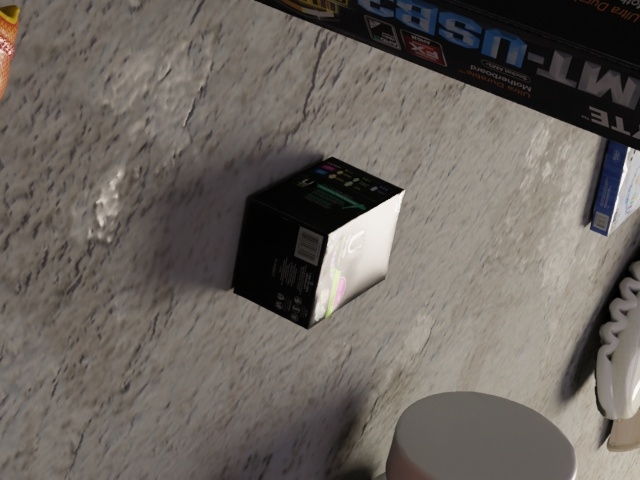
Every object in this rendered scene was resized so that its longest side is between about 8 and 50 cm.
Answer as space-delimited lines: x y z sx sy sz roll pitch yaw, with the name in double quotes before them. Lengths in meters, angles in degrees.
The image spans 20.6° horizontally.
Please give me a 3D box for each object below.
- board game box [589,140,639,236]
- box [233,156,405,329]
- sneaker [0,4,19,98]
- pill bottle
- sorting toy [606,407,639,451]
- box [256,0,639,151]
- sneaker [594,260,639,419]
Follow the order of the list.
"board game box" 0.258 -0.061 1.465 0.090 0.020 0.090 -35 141 -47
"box" 0.000 0.000 0.964 0.083 0.052 0.062 -31 140 -53
"sneaker" -0.155 -0.091 0.580 0.175 0.064 0.067 52 45 -69
"pill bottle" 0.088 0.263 1.243 0.169 0.169 0.301 -32 140 -50
"sorting toy" 0.323 0.164 1.793 0.075 0.045 0.083 -66 165 -51
"box" 0.145 -0.190 0.787 0.293 0.295 0.073 -57 152 -19
"sneaker" 0.350 0.046 1.635 0.292 0.118 0.110 -57 156 -14
